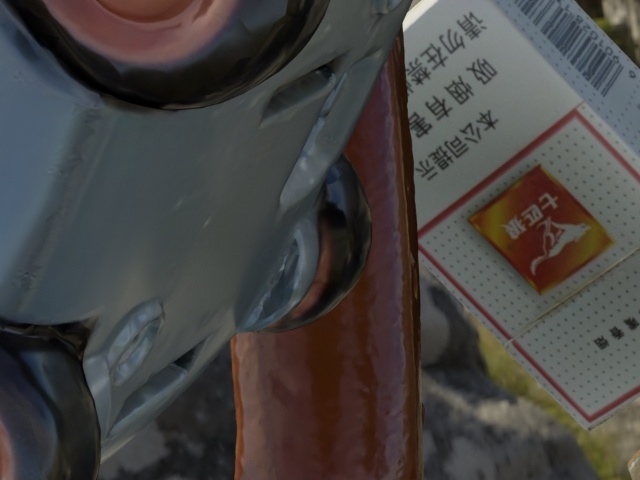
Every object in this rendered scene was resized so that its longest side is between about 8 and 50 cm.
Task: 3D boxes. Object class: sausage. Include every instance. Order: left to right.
[{"bbox_3d":[0.001,0.000,0.902,0.097,0.094,0.348,-2,82,-3],"label":"sausage"}]

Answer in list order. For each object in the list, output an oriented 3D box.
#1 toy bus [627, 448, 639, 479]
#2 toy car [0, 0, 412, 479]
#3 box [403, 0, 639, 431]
[{"bbox_3d":[0.312,0.156,1.391,0.103,0.182,0.091,-12,64,-22],"label":"toy bus"},{"bbox_3d":[-0.082,-0.072,0.456,0.212,0.270,0.180,33,29,12],"label":"toy car"},{"bbox_3d":[0.169,-0.039,1.363,0.210,0.330,0.095,-39,10,41],"label":"box"}]
